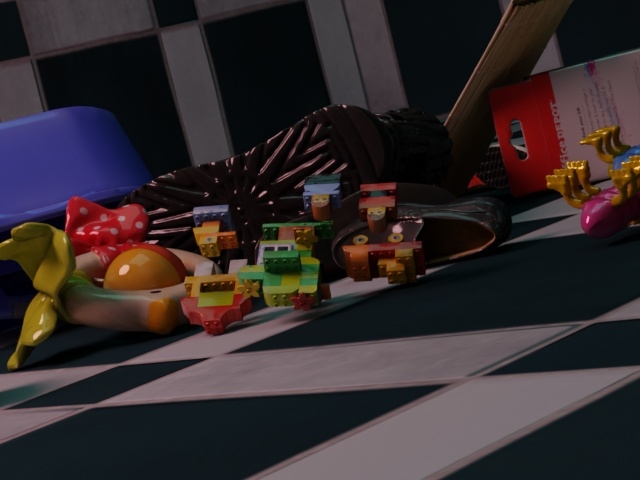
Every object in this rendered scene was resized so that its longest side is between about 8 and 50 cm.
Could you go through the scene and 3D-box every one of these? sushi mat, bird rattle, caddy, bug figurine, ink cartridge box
[{"bbox_3d":[0.186,-0.155,2.080,0.151,0.019,0.316,-25,-30,-52],"label":"sushi mat"},{"bbox_3d":[-0.190,0.046,1.731,0.207,0.143,0.253,10,11,21],"label":"bird rattle"},{"bbox_3d":[-0.320,0.002,1.966,0.341,0.179,0.241,-17,-26,-25],"label":"caddy"},{"bbox_3d":[0.324,-0.056,1.526,0.279,0.072,0.216,-2,19,45],"label":"bug figurine"},{"bbox_3d":[0.313,-0.138,2.061,0.231,0.134,0.078,-13,6,4],"label":"ink cartridge box"}]

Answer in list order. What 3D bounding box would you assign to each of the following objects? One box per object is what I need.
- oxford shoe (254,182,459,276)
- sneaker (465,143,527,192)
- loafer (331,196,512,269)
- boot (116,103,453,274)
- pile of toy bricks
[{"bbox_3d":[0.035,-0.006,1.784,0.212,0.076,0.076,-13,-9,-8],"label":"oxford shoe"},{"bbox_3d":[0.215,-0.094,2.275,0.161,0.057,0.075,-13,10,42],"label":"sneaker"},{"bbox_3d":[0.088,-0.003,1.665,0.170,0.062,0.061,-14,10,13],"label":"loafer"},{"bbox_3d":[-0.037,-0.037,1.941,0.348,0.131,0.260,-22,-4,17],"label":"boot"},{"bbox_3d":[-0.021,0.023,1.547,0.212,0.118,0.105,-4,39,8],"label":"pile of toy bricks"}]
